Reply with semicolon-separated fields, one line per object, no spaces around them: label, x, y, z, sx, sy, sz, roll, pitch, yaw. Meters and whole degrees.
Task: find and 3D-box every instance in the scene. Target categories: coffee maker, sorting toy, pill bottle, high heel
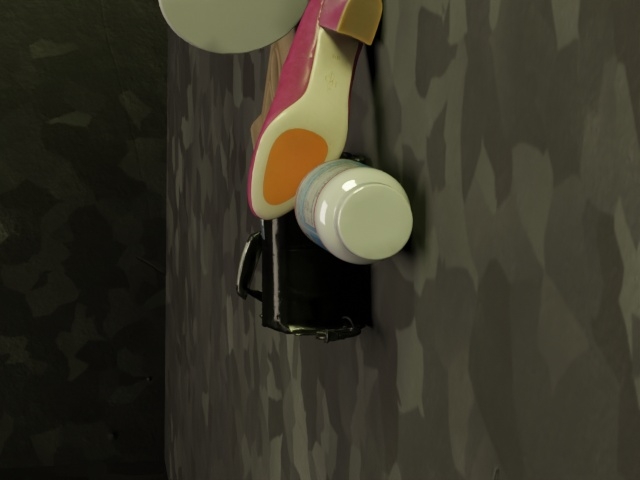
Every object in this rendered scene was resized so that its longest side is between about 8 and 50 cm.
coffee maker;0.000;0.000;1.544;0.171;0.120;0.178;8;101;55
sorting toy;-0.043;-0.149;1.911;0.208;0.038;0.193;108;158;-48
pill bottle;0.032;-0.025;1.383;0.160;0.087;0.087;-146;56;-76
high heel;-0.019;-0.139;1.496;0.244;0.082;0.117;-70;21;3
pill bottle;-0.122;-0.393;1.810;0.363;0.210;0.210;-102;15;-47
